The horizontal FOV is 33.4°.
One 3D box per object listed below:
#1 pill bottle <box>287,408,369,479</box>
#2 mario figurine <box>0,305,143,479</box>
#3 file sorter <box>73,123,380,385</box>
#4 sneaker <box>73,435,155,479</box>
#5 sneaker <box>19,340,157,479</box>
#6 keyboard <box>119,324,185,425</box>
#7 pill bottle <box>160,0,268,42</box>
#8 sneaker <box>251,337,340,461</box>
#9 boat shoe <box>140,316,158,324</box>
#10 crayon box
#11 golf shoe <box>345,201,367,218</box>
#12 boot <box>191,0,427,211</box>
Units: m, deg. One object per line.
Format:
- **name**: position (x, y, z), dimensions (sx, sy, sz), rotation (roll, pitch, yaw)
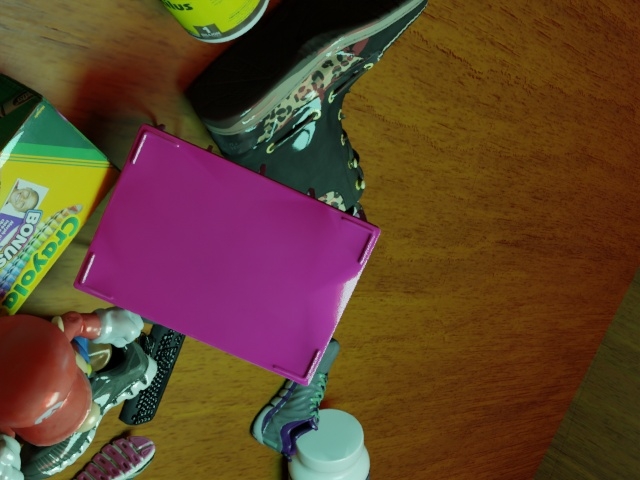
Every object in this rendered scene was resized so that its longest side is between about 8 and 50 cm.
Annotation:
- **pill bottle**: position (0.016, 0.447, 1.992), dimensions (0.153, 0.153, 0.264), rotation (-36, 142, -34)
- **mario figurine**: position (-0.288, 0.172, 1.196), dimensions (0.320, 0.170, 0.198), rotation (152, -62, -83)
- **file sorter**: position (-0.108, 0.004, 1.282), dimensions (0.182, 0.291, 0.202), rotation (-100, -146, -79)
- **sneaker**: position (-0.306, 0.353, 1.542), dimensions (0.170, 0.063, 0.075), rotation (-41, 144, -19)
- **sneaker**: position (-0.318, 0.205, 1.393), dimensions (0.234, 0.078, 0.106), rotation (-45, 141, -27)
- **keyboard**: position (-0.234, 0.188, 1.530), dimensions (0.100, 0.038, 0.192), rotation (1, 114, -55)
- **pill bottle**: position (-0.146, -0.316, 1.156), dimensions (0.117, 0.117, 0.215), rotation (-55, 148, -8)
- **sneaker**: position (-0.017, 0.277, 1.856), dimensions (0.223, 0.098, 0.083), rotation (-53, 148, -10)
- **boat shoe**: position (-0.182, 0.088, 1.478), dimensions (0.206, 0.065, 0.075), rotation (5, 90, -55)
- **crayon box**: position (-0.358, -0.017, 1.136), dimensions (0.278, 0.081, 0.165), rotation (-54, 149, -9)
- **golf shoe**: position (0.000, 0.000, 1.687), dimensions (0.198, 0.077, 0.094), rotation (-44, 135, -36)
- **boot**: position (0.012, -0.189, 1.469), dimensions (0.377, 0.138, 0.284), rotation (-42, 144, -21)
